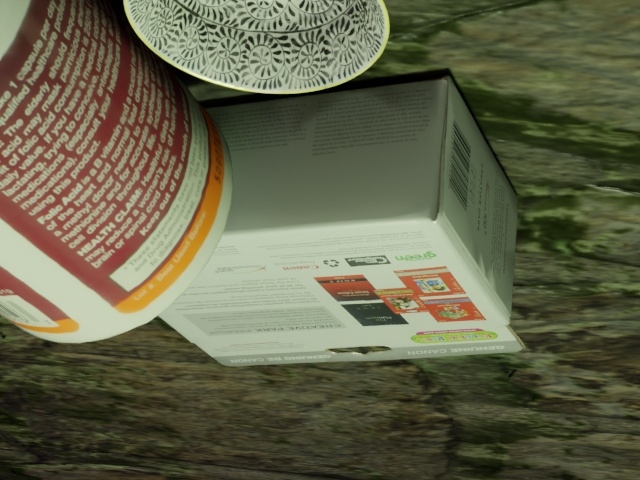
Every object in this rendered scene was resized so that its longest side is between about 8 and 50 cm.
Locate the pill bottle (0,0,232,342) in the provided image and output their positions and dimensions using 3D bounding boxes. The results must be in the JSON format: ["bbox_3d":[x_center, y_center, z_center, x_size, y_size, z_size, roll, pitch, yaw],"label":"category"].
[{"bbox_3d":[-0.238,-0.105,0.882,0.224,0.224,0.392,-5,151,23],"label":"pill bottle"}]

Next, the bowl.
[{"bbox_3d":[-0.037,-0.173,0.855,0.170,0.080,0.170,5,154,3],"label":"bowl"}]

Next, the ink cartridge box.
[{"bbox_3d":[0.000,0.000,1.138,0.309,0.130,0.272,-4,152,22],"label":"ink cartridge box"}]
